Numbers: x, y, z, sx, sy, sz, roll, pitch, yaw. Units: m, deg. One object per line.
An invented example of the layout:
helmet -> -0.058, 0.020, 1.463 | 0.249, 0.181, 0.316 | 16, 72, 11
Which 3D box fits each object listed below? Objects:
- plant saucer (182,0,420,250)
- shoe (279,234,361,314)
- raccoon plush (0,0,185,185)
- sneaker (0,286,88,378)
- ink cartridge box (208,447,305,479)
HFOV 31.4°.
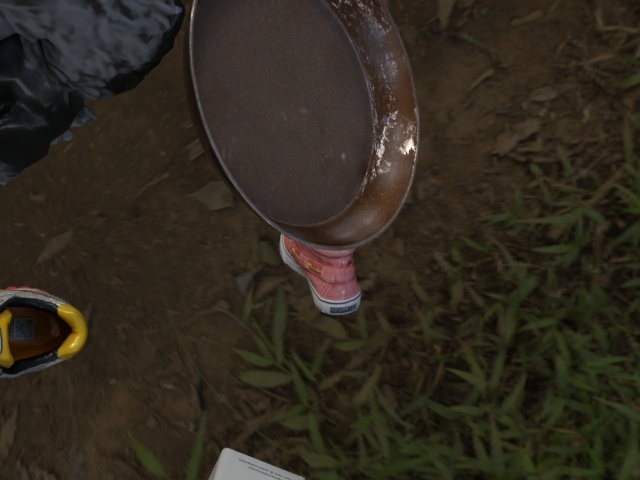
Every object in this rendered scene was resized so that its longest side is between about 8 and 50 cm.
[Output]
plant saucer -> -0.011, -0.076, 0.581 | 0.168, 0.029, 0.168 | 15, 69, -44
shoe -> 0.000, 0.000, 1.189 | 0.063, 0.178, 0.081 | -8, 119, -14
raccoon plush -> -0.167, -0.221, 0.346 | 0.216, 0.446, 0.299 | -12, 58, -20
sneaker -> -0.291, 0.072, 0.904 | 0.225, 0.092, 0.088 | -7, 94, -37
ink cartridge box -> -0.116, 0.411, 1.309 | 0.114, 0.273, 0.197 | 22, 121, -6
